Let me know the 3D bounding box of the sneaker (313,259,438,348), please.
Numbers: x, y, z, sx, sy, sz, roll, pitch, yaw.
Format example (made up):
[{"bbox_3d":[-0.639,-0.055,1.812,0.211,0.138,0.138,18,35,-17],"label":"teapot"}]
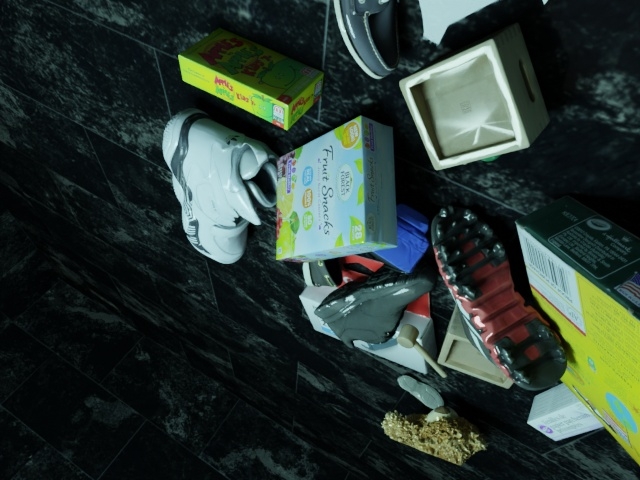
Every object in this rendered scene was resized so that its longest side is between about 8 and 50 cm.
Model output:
[{"bbox_3d":[0.114,0.122,0.836,0.130,0.109,0.286,54,140,-3],"label":"sneaker"}]

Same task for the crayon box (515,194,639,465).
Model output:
[{"bbox_3d":[0.359,0.122,0.561,0.318,0.081,0.202,61,-178,-33],"label":"crayon box"}]

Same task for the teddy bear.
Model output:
[{"bbox_3d":[0.282,0.471,1.117,0.245,0.113,0.338,10,158,23],"label":"teddy bear"}]

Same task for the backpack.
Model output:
[{"bbox_3d":[0.122,-0.002,0.717,0.098,0.101,0.120,38,180,5],"label":"backpack"}]

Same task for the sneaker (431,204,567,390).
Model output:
[{"bbox_3d":[0.239,0.080,0.662,0.276,0.098,0.135,62,178,11],"label":"sneaker"}]

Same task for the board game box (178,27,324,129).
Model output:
[{"bbox_3d":[-0.097,-0.232,0.639,0.181,0.092,0.043,28,147,14],"label":"board game box"}]

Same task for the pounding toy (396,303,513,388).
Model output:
[{"bbox_3d":[0.249,0.175,0.810,0.206,0.094,0.181,17,147,18],"label":"pounding toy"}]

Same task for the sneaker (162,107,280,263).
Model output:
[{"bbox_3d":[-0.160,-0.063,0.870,0.210,0.137,0.365,23,142,26],"label":"sneaker"}]

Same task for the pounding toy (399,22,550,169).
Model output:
[{"bbox_3d":[0.174,-0.144,0.507,0.130,0.100,0.141,-8,116,48],"label":"pounding toy"}]

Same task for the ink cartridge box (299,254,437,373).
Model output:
[{"bbox_3d":[0.089,0.141,0.958,0.297,0.066,0.261,15,142,31],"label":"ink cartridge box"}]

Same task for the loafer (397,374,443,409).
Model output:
[{"bbox_3d":[0.249,0.375,1.126,0.125,0.045,0.039,33,167,2],"label":"loafer"}]

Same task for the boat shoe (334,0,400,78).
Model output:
[{"bbox_3d":[0.055,-0.269,0.465,0.065,0.075,0.206,11,135,40],"label":"boat shoe"}]

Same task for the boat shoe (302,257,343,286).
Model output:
[{"bbox_3d":[0.000,0.000,0.854,0.069,0.081,0.227,7,134,19],"label":"boat shoe"}]

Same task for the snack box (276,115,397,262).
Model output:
[{"bbox_3d":[0.015,-0.064,0.673,0.070,0.174,0.207,7,166,-39],"label":"snack box"}]

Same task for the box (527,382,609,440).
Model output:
[{"bbox_3d":[0.463,0.261,0.751,0.063,0.067,0.324,31,146,10],"label":"box"}]
